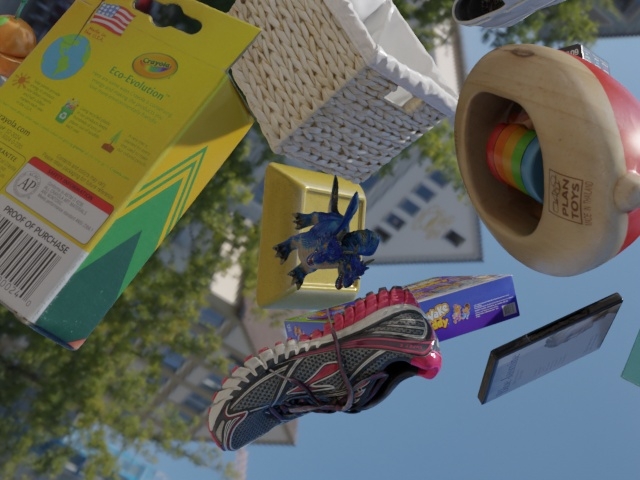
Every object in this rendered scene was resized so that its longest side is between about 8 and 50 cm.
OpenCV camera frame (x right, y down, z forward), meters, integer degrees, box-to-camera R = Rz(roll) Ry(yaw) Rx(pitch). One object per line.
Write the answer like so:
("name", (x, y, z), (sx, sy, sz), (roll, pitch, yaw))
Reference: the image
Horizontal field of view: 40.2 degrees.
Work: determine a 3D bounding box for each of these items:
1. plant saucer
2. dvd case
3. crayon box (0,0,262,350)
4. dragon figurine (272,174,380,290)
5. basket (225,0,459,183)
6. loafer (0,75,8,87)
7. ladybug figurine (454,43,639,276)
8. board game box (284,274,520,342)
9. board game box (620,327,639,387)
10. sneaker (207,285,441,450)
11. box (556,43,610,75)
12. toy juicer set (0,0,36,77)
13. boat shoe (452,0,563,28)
("plant saucer", (0.000, 0.000, 2.057), (0.081, 0.333, 0.332), (2, -93, 40))
("dvd case", (0.392, 0.188, 1.505), (0.180, 0.253, 0.022), (88, -23, -56))
("crayon box", (-0.205, -0.086, 0.796), (0.318, 0.202, 0.081), (-53, 153, -12))
("dragon figurine", (0.029, -0.012, 1.221), (0.144, 0.085, 0.289), (-17, -160, 31))
("basket", (0.024, -0.325, 1.612), (0.266, 0.328, 0.331), (-38, -117, 22))
("loafer", (-0.476, -0.249, 1.203), (0.112, 0.111, 0.319), (-22, 159, -16))
("ladybug figurine", (0.322, -0.115, 1.185), (0.449, 0.162, 0.305), (-124, -153, -66))
("board game box", (0.142, 0.138, 1.561), (0.233, 0.347, 0.078), (-7, -84, 61))
("board game box", (0.728, 0.156, 1.587), (0.254, 0.079, 0.336), (30, -68, 40))
("sneaker", (0.001, 0.169, 1.050), (0.299, 0.121, 0.112), (-31, -122, 3))
("box", (0.403, -0.170, 1.480), (0.165, 0.143, 0.270), (-11, -100, 36))
("toy juicer set", (-0.280, -0.191, 1.080), (0.090, 0.329, 0.209), (-5, -125, 23))
("boat shoe", (0.185, -0.248, 0.827), (0.184, 0.063, 0.066), (175, -98, -69))
